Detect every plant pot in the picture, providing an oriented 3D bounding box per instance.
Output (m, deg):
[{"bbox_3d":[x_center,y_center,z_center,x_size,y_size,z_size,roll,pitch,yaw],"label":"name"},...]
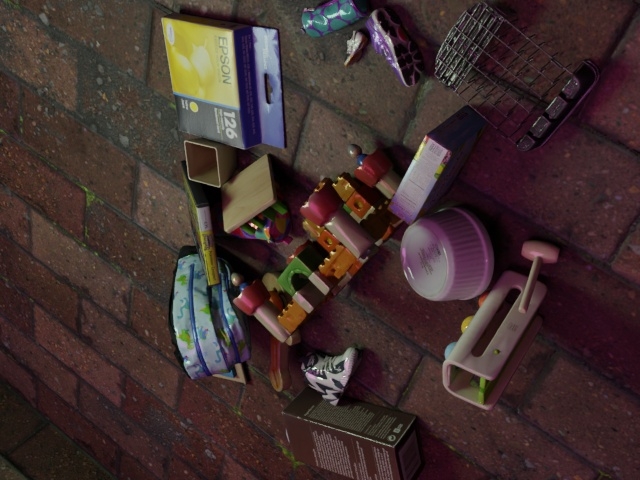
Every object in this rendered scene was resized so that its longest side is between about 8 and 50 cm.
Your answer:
[{"bbox_3d":[-0.274,-0.213,1.998,0.109,0.096,0.109,16,124,30],"label":"plant pot"}]

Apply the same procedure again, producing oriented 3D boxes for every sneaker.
[{"bbox_3d":[0.150,-0.390,1.583,0.169,0.068,0.071,63,151,-1],"label":"sneaker"},{"bbox_3d":[0.016,0.347,2.142,0.153,0.094,0.235,29,143,9],"label":"sneaker"},{"bbox_3d":[0.070,-0.410,1.648,0.037,0.032,0.083,51,133,19],"label":"sneaker"}]

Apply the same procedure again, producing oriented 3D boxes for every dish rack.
[{"bbox_3d":[0.353,-0.312,1.456,0.271,0.074,0.208,43,134,10],"label":"dish rack"}]

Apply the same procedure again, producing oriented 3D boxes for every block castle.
[{"bbox_3d":[0.000,0.000,1.777,0.213,0.303,0.453,45,135,7],"label":"block castle"}]

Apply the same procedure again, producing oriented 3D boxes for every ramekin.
[{"bbox_3d":[0.263,0.034,1.670,0.207,0.109,0.207,27,121,55],"label":"ramekin"}]

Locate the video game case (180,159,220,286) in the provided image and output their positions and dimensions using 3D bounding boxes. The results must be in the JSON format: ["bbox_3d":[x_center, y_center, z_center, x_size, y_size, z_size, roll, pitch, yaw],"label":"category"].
[{"bbox_3d":[-0.323,-0.051,2.079,0.275,0.035,0.248,-121,23,-55],"label":"video game case"}]

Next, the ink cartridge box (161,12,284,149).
[{"bbox_3d":[-0.235,-0.380,1.882,0.307,0.072,0.303,19,128,31],"label":"ink cartridge box"}]

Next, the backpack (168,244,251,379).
[{"bbox_3d":[-0.309,0.217,2.141,0.274,0.355,0.290,-1,119,10],"label":"backpack"}]

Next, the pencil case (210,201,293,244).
[{"bbox_3d":[-0.186,-0.046,2.044,0.237,0.104,0.104,10,123,36],"label":"pencil case"}]

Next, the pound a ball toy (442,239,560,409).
[{"bbox_3d":[0.368,0.157,1.610,0.136,0.319,0.208,22,145,27],"label":"pound a ball toy"}]

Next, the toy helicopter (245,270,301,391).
[{"bbox_3d":[-0.126,0.252,2.156,0.235,0.140,0.354,28,124,52],"label":"toy helicopter"}]

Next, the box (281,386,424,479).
[{"bbox_3d":[0.091,0.565,2.199,0.382,0.143,0.191,7,122,33],"label":"box"}]

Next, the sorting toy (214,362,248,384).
[{"bbox_3d":[-0.351,0.316,2.453,0.229,0.041,0.307,8,123,35],"label":"sorting toy"}]

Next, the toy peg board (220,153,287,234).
[{"bbox_3d":[-0.162,-0.103,1.949,0.161,0.160,0.079,-32,135,22],"label":"toy peg board"}]

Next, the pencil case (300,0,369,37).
[{"bbox_3d":[0.029,-0.473,1.609,0.152,0.064,0.070,-11,135,42],"label":"pencil case"}]

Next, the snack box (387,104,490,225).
[{"bbox_3d":[0.239,-0.152,1.576,0.070,0.174,0.207,37,134,15],"label":"snack box"}]
